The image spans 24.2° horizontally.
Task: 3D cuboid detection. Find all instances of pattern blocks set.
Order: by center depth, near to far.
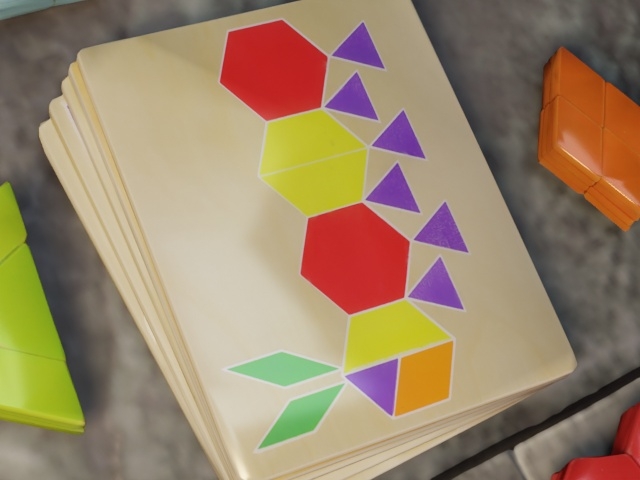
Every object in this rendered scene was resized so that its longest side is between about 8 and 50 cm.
[{"bbox_3d":[0.000,0.000,0.539,0.285,0.026,0.325,-8,70,-20],"label":"pattern blocks set"}]
